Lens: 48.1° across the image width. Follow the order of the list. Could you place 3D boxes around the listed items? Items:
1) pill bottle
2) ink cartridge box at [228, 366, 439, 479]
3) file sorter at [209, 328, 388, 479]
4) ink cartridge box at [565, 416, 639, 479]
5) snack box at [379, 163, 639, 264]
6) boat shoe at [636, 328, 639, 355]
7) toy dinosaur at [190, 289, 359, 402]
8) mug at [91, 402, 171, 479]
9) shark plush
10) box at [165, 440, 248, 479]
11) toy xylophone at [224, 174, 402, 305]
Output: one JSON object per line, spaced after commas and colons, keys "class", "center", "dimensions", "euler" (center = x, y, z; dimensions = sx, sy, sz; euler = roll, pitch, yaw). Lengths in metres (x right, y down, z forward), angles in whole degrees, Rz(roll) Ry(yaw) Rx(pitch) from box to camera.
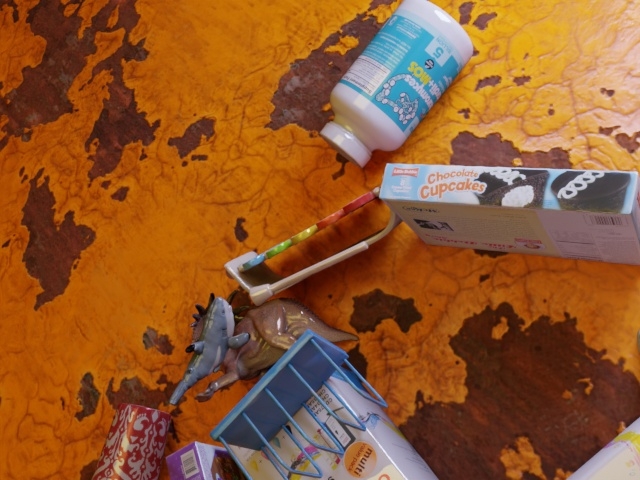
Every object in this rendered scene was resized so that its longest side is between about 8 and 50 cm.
{"class": "pill bottle", "center": [0.115, -0.248, 1.166], "dimensions": [0.146, 0.146, 0.264], "euler": [40, 93, 35]}
{"class": "ink cartridge box", "center": [0.020, 0.302, 0.973], "dimensions": [0.171, 0.168, 0.233], "euler": [-45, 55, 3]}
{"class": "file sorter", "center": [-0.019, 0.214, 0.860], "dimensions": [0.170, 0.118, 0.104], "euler": [-47, 59, 1]}
{"class": "ink cartridge box", "center": [0.412, 0.280, 0.766], "dimensions": [0.353, 0.119, 0.207], "euler": [-44, 69, 6]}
{"class": "snack box", "center": [0.262, -0.037, 0.968], "dimensions": [0.321, 0.187, 0.060], "euler": [6, 73, 31]}
{"class": "boat shoe", "center": [0.420, 0.170, 0.873], "dimensions": [0.056, 0.049, 0.152], "euler": [-21, 62, 20]}
{"class": "toy dinosaur", "center": [-0.099, 0.149, 1.141], "dimensions": [0.295, 0.127, 0.200], "euler": [-23, 53, 13]}
{"class": "mug", "center": [-0.327, 0.361, 1.185], "dimensions": [0.150, 0.113, 0.170], "euler": [1, 67, 28]}
{"class": "shark plush", "center": [-0.179, 0.161, 1.050], "dimensions": [0.073, 0.067, 0.161], "euler": [32, 76, 35]}
{"class": "box", "center": [-0.097, 0.429, 0.967], "dimensions": [0.057, 0.201, 0.293], "euler": [-31, 57, 14]}
{"class": "toy xylophone", "center": [0.000, 0.000, 1.095], "dimensions": [0.322, 0.236, 0.081], "euler": [-29, 91, 12]}
